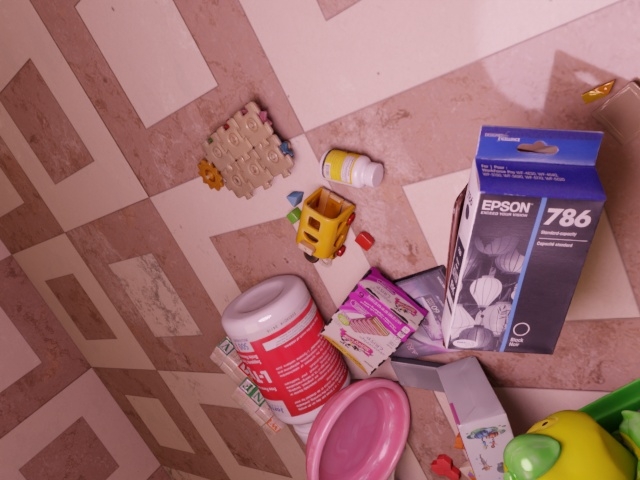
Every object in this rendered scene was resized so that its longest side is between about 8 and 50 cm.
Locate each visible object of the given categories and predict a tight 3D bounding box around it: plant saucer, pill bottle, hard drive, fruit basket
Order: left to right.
[{"bbox_3d":[-0.064,0.311,1.358,0.229,0.229,0.408,-10,113,43],"label":"pill bottle"},{"bbox_3d":[0.061,-0.138,1.040,0.116,0.065,0.065,18,130,29],"label":"pill bottle"},{"bbox_3d":[0.084,0.485,1.300,0.084,0.332,0.332,18,131,46],"label":"plant saucer"},{"bbox_3d":[0.240,0.314,1.243,0.135,0.022,0.094,0,132,34],"label":"hard drive"},{"bbox_3d":[0.480,0.369,0.908,0.392,0.283,0.392,14,135,14],"label":"fruit basket"}]

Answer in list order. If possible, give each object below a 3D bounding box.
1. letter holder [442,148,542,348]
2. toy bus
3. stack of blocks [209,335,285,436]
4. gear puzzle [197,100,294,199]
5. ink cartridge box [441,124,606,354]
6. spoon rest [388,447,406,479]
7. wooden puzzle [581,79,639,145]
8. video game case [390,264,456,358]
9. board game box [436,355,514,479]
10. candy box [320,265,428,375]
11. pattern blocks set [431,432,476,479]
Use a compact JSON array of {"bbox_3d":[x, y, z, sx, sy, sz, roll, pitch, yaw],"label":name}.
[{"bbox_3d":[0.306,0.037,0.857,0.152,0.214,0.302,17,130,30],"label":"letter holder"},{"bbox_3d":[-0.002,-0.011,1.159,0.191,0.104,0.202,-13,111,45],"label":"toy bus"},{"bbox_3d":[-0.185,0.405,1.572,0.297,0.171,0.087,43,138,6],"label":"stack of blocks"},{"bbox_3d":[-0.185,-0.187,1.232,0.339,0.044,0.175,-21,107,49],"label":"gear puzzle"},{"bbox_3d":[0.275,0.012,0.737,0.165,0.065,0.333,3,119,2],"label":"ink cartridge box"},{"bbox_3d":[0.218,0.706,1.530,0.137,0.084,0.276,9,125,35],"label":"spoon rest"},{"bbox_3d":[0.430,-0.178,0.745,0.116,0.014,0.078,51,142,-3],"label":"wooden puzzle"},{"bbox_3d":[0.211,0.171,1.179,0.274,0.026,0.196,-25,103,46],"label":"video game case"},{"bbox_3d":[0.345,0.427,1.091,0.097,0.224,0.303,-21,103,8],"label":"board game box"},{"bbox_3d":[0.114,0.187,1.200,0.159,0.071,0.233,39,138,9],"label":"candy box"},{"bbox_3d":[0.438,0.583,1.298,0.285,0.026,0.325,37,137,12],"label":"pattern blocks set"}]
